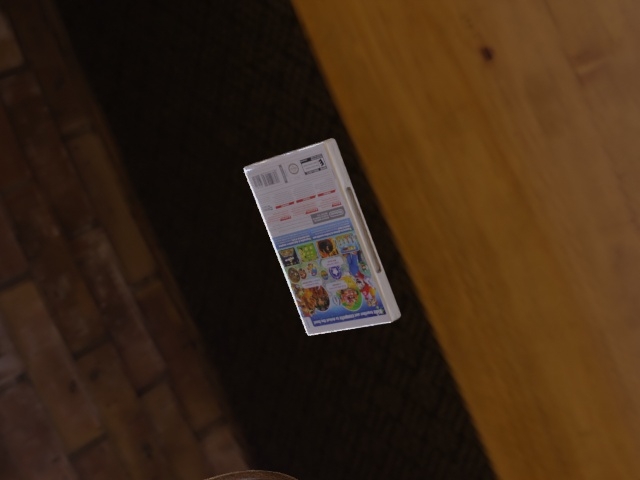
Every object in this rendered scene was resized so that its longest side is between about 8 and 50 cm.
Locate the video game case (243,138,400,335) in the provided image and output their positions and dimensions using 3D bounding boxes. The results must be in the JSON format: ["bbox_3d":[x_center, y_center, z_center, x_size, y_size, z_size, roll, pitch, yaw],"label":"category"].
[{"bbox_3d":[0.000,0.000,0.940,0.087,0.011,0.122,-13,99,49],"label":"video game case"}]

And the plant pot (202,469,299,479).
[{"bbox_3d":[-0.031,0.236,0.752,0.165,0.167,0.167,49,139,39],"label":"plant pot"}]
